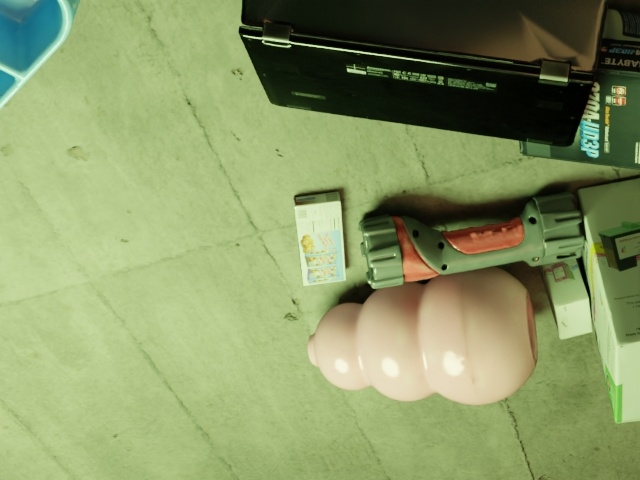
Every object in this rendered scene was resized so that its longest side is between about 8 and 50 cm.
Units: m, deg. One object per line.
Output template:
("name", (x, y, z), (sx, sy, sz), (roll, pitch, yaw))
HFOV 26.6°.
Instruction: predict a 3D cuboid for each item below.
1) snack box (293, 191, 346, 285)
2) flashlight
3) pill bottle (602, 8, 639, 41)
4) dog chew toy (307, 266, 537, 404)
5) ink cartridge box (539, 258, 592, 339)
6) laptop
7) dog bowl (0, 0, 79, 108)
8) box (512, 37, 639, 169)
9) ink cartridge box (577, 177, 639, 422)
("snack box", (0.000, 0.000, 1.910), (0.064, 0.022, 0.178), (-8, 141, -2))
("flashlight", (0.209, -0.007, 1.889), (0.304, 0.103, 0.103), (-12, 155, -3))
("pill bottle", (0.367, -0.245, 1.647), (0.120, 0.067, 0.067), (6, 138, -17))
("dog chew toy", (0.145, 0.145, 1.984), (0.332, 0.206, 0.206), (-7, 142, 15))
("ink cartridge box", (0.356, 0.069, 1.979), (0.052, 0.122, 0.088), (-13, 141, 6))
("laptop", (0.122, -0.290, 1.499), (0.382, 0.236, 0.408), (9, 169, 7))
("dog bowl", (-0.385, -0.233, 1.519), (0.166, 0.074, 0.297), (27, 128, -35))
("box", (0.330, -0.169, 1.670), (0.175, 0.051, 0.220), (8, 155, 14))
("ink cartridge box", (0.439, 0.081, 1.890), (0.117, 0.278, 0.201), (-9, 141, 5))
